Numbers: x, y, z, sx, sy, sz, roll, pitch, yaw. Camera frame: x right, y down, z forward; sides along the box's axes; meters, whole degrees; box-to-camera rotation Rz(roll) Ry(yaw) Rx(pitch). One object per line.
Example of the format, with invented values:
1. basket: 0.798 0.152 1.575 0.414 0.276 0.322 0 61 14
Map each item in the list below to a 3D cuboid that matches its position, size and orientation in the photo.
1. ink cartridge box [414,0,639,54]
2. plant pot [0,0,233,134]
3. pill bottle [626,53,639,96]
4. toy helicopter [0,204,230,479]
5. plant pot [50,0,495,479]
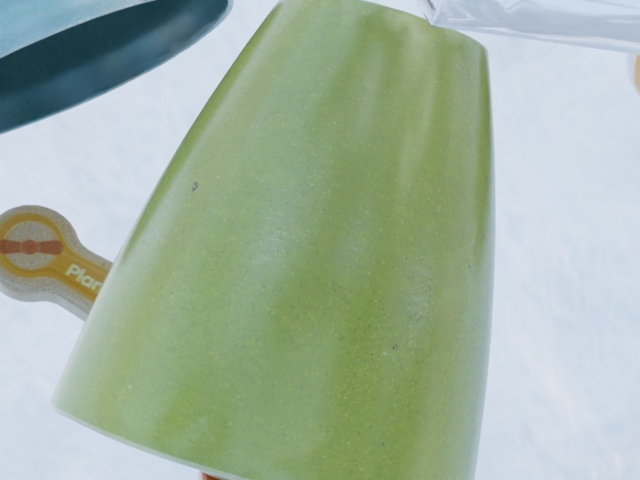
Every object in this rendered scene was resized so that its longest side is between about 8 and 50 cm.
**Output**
1. ink cartridge box: 0.236 -0.206 0.697 0.395 0.166 0.285 6 113 -11
2. plant pot: -0.239 -0.214 1.467 0.293 0.293 0.196 -24 86 3
3. pill bottle: 0.373 -0.094 1.433 0.162 0.162 0.278 -39 53 -2
4. toy helicopter: -0.121 0.064 1.627 0.355 0.140 0.235 30 67 3
5. plant pot: 0.000 0.000 1.206 0.274 0.275 0.293 15 89 12
